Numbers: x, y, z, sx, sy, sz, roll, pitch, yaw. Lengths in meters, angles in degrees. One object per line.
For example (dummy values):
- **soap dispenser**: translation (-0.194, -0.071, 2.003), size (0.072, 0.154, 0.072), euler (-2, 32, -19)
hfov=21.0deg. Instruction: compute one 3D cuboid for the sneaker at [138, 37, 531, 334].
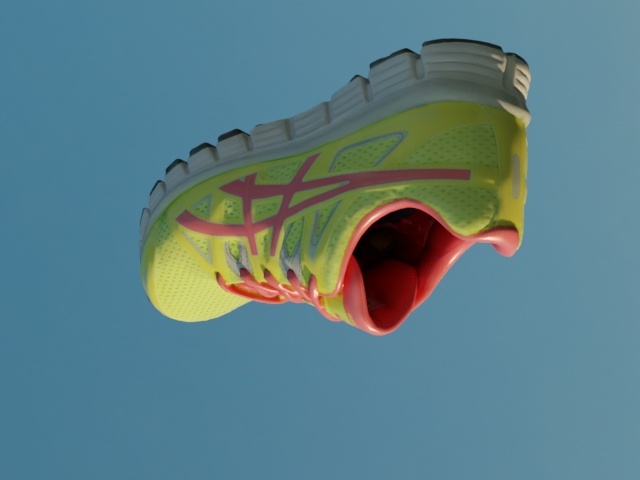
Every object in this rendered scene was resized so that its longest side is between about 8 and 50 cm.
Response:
- **sneaker**: translation (0.000, 0.000, 0.703), size (0.081, 0.208, 0.094), euler (14, -122, -42)
